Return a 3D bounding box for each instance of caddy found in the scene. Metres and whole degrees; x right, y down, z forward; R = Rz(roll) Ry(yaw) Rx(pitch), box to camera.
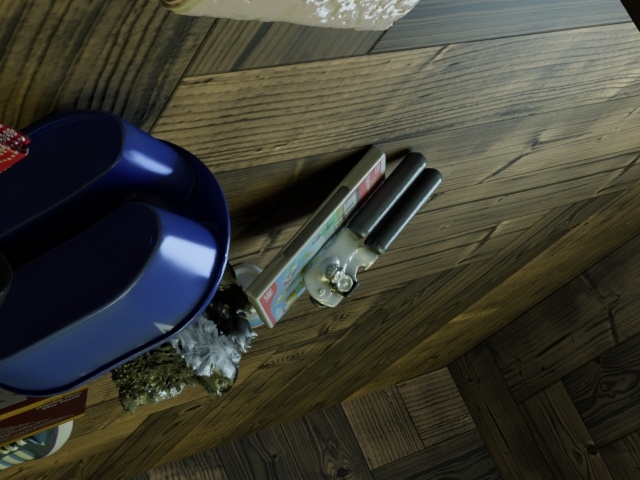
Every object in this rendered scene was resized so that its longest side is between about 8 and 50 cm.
[{"bbox_3d":[-0.263,0.019,1.145,0.341,0.241,0.179,-28,159,10],"label":"caddy"}]

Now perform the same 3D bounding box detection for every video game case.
[{"bbox_3d":[0.000,0.000,1.639,0.285,0.025,0.204,-49,167,-10],"label":"video game case"}]

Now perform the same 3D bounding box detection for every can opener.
[{"bbox_3d":[0.071,-0.017,1.662,0.280,0.074,0.093,-49,-159,-4],"label":"can opener"}]

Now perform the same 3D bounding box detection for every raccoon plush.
[{"bbox_3d":[-0.317,0.115,1.594,0.299,0.216,0.446,-22,143,37],"label":"raccoon plush"}]

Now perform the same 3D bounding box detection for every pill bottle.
[{"bbox_3d":[-0.125,0.102,1.871,0.087,0.087,0.160,-23,164,-7],"label":"pill bottle"}]

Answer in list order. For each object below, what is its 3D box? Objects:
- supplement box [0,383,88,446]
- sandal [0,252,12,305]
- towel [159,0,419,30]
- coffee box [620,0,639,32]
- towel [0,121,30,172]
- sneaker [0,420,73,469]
[{"bbox_3d":[-0.469,0.220,1.661,0.191,0.129,0.194,-19,163,-20],"label":"supplement box"},{"bbox_3d":[-0.374,-0.027,0.721,0.446,0.168,0.107,16,105,-55],"label":"sandal"},{"bbox_3d":[0.064,-0.291,0.927,0.317,0.053,0.332,-39,163,33],"label":"towel"},{"bbox_3d":[0.566,-0.322,1.422,0.297,0.168,0.119,-19,163,-22],"label":"coffee box"},{"bbox_3d":[-0.385,-0.062,0.848,0.199,0.031,0.275,-34,154,16],"label":"towel"},{"bbox_3d":[-0.595,0.354,1.889,0.236,0.130,0.323,-15,167,-44],"label":"sneaker"}]
